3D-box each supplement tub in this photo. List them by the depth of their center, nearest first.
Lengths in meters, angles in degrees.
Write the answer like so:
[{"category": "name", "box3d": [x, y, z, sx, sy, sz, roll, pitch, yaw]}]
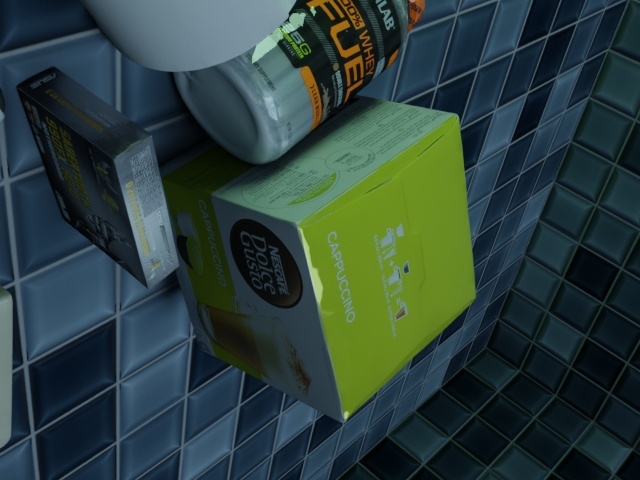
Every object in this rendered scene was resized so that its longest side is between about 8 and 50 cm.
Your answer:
[{"category": "supplement tub", "box3d": [-0.022, -0.277, 1.120, 0.338, 0.207, 0.207, -43, 151, -23]}]

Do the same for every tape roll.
[{"category": "tape roll", "box3d": [-0.150, -0.319, 0.821, 0.246, 0.246, 0.169, -50, 154, -10]}]

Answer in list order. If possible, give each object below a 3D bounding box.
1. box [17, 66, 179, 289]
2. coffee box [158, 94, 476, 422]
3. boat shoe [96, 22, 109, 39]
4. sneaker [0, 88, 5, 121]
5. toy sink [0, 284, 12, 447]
[{"category": "box", "box3d": [-0.265, -0.071, 0.984, 0.056, 0.183, 0.231, -39, 150, -28]}, {"category": "coffee box", "box3d": [0.000, 0.000, 1.236, 0.338, 0.334, 0.338, -36, 128, -34]}, {"category": "boat shoe", "box3d": [-0.140, -0.309, 0.974, 0.267, 0.096, 0.088, -36, 166, -3]}, {"category": "sneaker", "box3d": [-0.324, -0.249, 0.722, 0.147, 0.104, 0.296, -40, 134, -23]}, {"category": "toy sink", "box3d": [-0.470, 0.154, 0.963, 0.152, 0.131, 0.234, -24, 135, -46]}]
